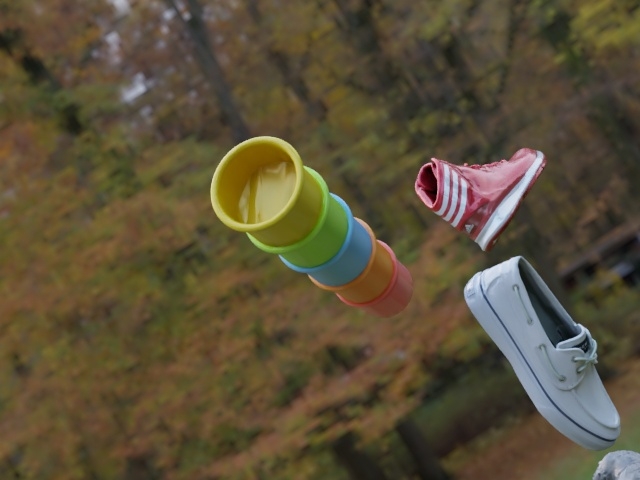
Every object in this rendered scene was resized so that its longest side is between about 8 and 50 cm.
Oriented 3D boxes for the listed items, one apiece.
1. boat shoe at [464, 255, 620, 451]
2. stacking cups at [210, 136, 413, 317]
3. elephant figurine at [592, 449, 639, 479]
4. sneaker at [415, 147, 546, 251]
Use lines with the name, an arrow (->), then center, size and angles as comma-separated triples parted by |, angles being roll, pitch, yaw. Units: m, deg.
boat shoe -> 0.239, 0.115, 1.727 | 0.076, 0.226, 0.083 | -35, 12, 36
stacking cups -> 0.000, 0.000, 1.691 | 0.096, 0.096, 0.316 | -33, -29, 9
elephant figurine -> 0.314, 0.353, 1.774 | 0.186, 0.169, 0.239 | 39, -95, -40
sneaker -> 0.198, -0.083, 2.131 | 0.087, 0.128, 0.221 | -58, -3, 31
